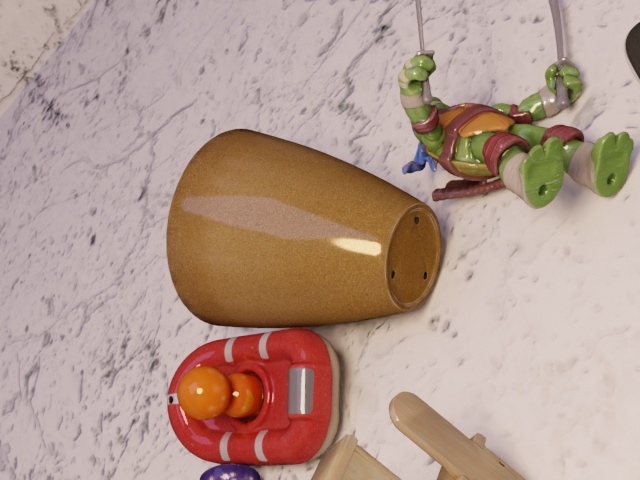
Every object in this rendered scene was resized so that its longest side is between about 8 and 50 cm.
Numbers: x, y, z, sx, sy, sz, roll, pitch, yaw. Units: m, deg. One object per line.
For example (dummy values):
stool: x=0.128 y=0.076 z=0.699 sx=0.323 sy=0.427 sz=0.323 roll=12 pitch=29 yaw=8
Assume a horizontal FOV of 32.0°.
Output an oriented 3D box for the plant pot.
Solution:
plant pot: x=0.000 y=0.000 z=1.260 sx=0.254 sy=0.237 sz=0.237 roll=8 pitch=69 yaw=35

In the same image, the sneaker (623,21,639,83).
sneaker: x=0.352 y=-0.171 z=1.026 sx=0.104 sy=0.147 sz=0.296 roll=-50 pitch=35 yaw=12

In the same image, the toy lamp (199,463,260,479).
toy lamp: x=-0.096 y=0.373 z=1.179 sx=0.080 sy=0.080 sz=0.275 roll=-35 pitch=41 yaw=27

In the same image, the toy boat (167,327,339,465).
toy boat: x=-0.097 y=0.174 z=1.252 sx=0.231 sy=0.151 sz=0.151 roll=-13 pitch=70 yaw=43

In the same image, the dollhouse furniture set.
dollhouse furniture set: x=-0.019 y=0.336 z=0.986 sx=0.355 sy=0.174 sz=0.303 roll=-48 pitch=4 yaw=36

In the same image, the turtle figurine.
turtle figurine: x=0.191 y=-0.156 z=1.158 sx=0.275 sy=0.197 sz=0.266 roll=-57 pitch=40 yaw=6
